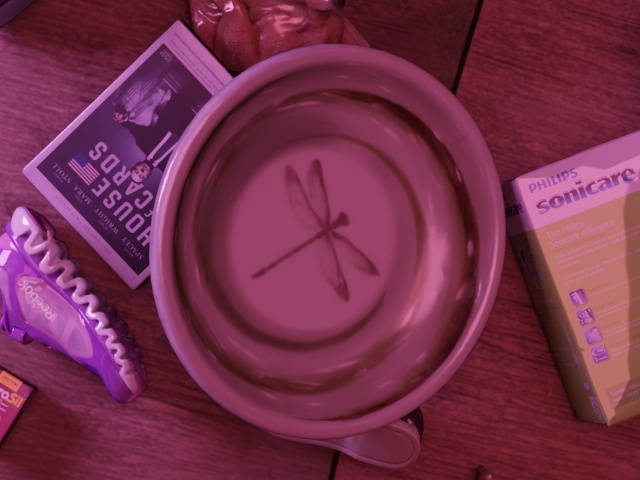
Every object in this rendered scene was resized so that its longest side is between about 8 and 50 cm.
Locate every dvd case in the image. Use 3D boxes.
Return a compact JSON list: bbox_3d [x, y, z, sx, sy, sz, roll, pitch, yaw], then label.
[{"bbox_3d":[-0.174,-0.090,1.636,0.238,0.029,0.179,-43,91,8],"label":"dvd case"}]

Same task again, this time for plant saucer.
[{"bbox_3d":[0.000,0.000,1.579,0.400,0.100,0.400,-3,96,-27],"label":"plant saucer"}]

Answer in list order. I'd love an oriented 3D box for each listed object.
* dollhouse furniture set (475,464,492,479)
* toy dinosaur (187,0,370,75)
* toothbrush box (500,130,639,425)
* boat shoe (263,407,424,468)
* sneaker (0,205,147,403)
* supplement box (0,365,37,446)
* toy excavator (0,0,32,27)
[{"bbox_3d":[0.074,0.298,1.557,0.262,0.259,0.135,-9,97,-9],"label":"dollhouse furniture set"},{"bbox_3d":[-0.046,-0.210,1.652,0.295,0.127,0.200,16,121,10],"label":"toy dinosaur"},{"bbox_3d":[0.338,0.034,1.672,0.206,0.122,0.283,-21,90,-8],"label":"toothbrush box"},{"bbox_3d":[0.002,0.175,1.654,0.227,0.069,0.081,22,124,-1],"label":"boat shoe"},{"bbox_3d":[-0.277,0.083,1.618,0.104,0.095,0.236,-38,86,-1],"label":"sneaker"},{"bbox_3d":[-0.345,0.178,1.623,0.055,0.043,0.083,31,83,-2],"label":"supplement box"},{"bbox_3d":[-0.290,-0.395,1.430,0.433,0.445,0.222,-37,92,7],"label":"toy excavator"}]
